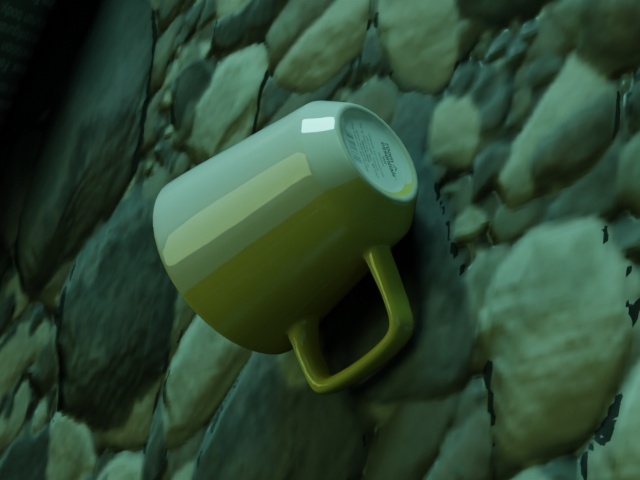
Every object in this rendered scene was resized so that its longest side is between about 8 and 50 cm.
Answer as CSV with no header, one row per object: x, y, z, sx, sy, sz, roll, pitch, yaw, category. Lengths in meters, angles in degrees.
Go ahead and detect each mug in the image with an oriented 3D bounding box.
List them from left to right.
0.000,-0.003,0.568,0.064,0.078,0.062,-37,9,29,mug

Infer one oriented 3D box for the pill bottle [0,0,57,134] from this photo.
-0.213,-0.080,0.837,0.161,0.161,0.283,30,97,60,pill bottle
